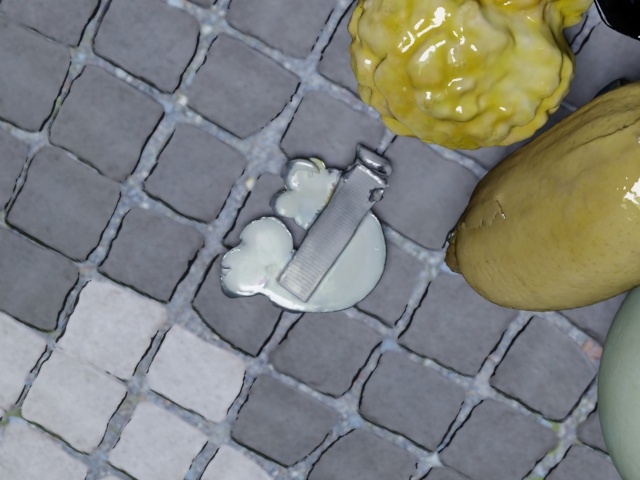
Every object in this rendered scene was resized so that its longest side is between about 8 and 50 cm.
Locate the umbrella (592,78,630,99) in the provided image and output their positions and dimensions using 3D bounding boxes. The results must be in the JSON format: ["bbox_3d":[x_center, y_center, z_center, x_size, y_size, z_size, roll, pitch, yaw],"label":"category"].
[{"bbox_3d":[0.337,-0.178,1.368,0.349,0.094,0.143,-37,93,27],"label":"umbrella"}]

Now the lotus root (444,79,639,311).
[{"bbox_3d":[0.208,-0.027,1.384,0.131,0.146,0.303,42,138,-14],"label":"lotus root"}]

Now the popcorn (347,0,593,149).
[{"bbox_3d":[0.110,-0.149,1.398,0.180,0.170,0.180,18,154,9],"label":"popcorn"}]

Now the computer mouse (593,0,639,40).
[{"bbox_3d":[0.223,-0.251,1.328,0.146,0.077,0.241,-18,84,36],"label":"computer mouse"}]

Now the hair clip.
[{"bbox_3d":[0.000,0.000,1.538,0.116,0.049,0.172,35,118,1],"label":"hair clip"}]

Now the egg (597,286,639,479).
[{"bbox_3d":[0.306,0.100,1.438,0.186,0.186,0.253,18,113,4],"label":"egg"}]
